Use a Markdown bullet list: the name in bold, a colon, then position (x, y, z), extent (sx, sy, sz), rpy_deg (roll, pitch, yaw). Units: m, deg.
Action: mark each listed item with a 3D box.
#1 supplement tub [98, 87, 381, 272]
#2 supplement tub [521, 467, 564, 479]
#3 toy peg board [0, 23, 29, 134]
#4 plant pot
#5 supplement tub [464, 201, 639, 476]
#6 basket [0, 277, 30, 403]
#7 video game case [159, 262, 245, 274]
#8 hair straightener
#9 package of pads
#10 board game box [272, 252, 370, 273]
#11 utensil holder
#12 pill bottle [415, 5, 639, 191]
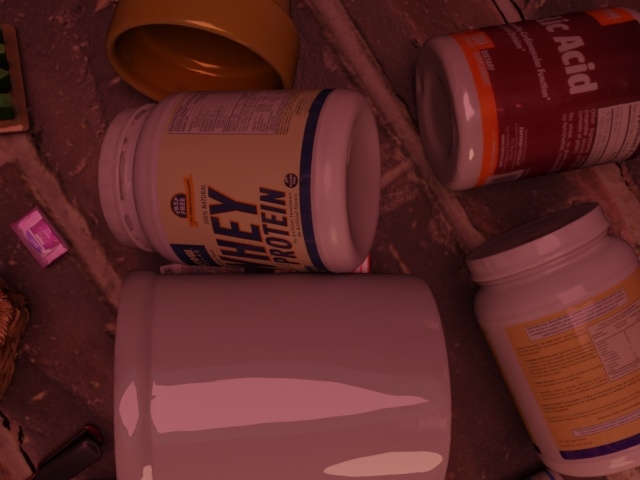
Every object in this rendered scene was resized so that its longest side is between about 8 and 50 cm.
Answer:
- **supplement tub**: position (-0.099, -0.080, 1.048), extent (0.325, 0.235, 0.235), rpy_deg (2, 89, 17)
- **supplement tub**: position (0.323, 0.400, 1.210), extent (0.107, 0.071, 0.071), rpy_deg (-25, 92, -7)
- **toy peg board**: position (-0.497, -0.230, 1.093), extent (0.161, 0.079, 0.161), rpy_deg (-8, 83, -20)
- **plant pot**: position (-0.144, -0.328, 1.090), extent (0.254, 0.254, 0.239), rpy_deg (11, 72, -6)
- **supplement tub**: position (0.365, 0.136, 1.132), extent (0.241, 0.241, 0.331), rpy_deg (-24, 93, -6)
- **basket**: position (-0.558, 0.109, 1.039), extent (0.299, 0.223, 0.213), rpy_deg (18, 88, -5)
- **video game case**: position (-0.171, 0.066, 1.187), extent (0.122, 0.011, 0.087), rpy_deg (-14, 90, -6)
- **hair straightener**: position (-0.410, 0.354, 1.118), extent (0.230, 0.089, 0.047), rpy_deg (-32, 109, -6)
- **package of pads**: position (-0.405, -0.005, 1.151), extent (0.050, 0.032, 0.083), rpy_deg (-37, 93, -4)
- **board game box**: position (0.000, 0.000, 1.189), extent (0.147, 0.045, 0.193), rpy_deg (-1, 89, -5)
- **utensil holder**: position (-0.055, 0.196, 1.044), extent (0.385, 0.327, 0.327), rpy_deg (-2, 90, -8)
- **pill bottle**: position (0.353, -0.212, 1.142), extent (0.392, 0.224, 0.224), rpy_deg (-11, 91, -7)
